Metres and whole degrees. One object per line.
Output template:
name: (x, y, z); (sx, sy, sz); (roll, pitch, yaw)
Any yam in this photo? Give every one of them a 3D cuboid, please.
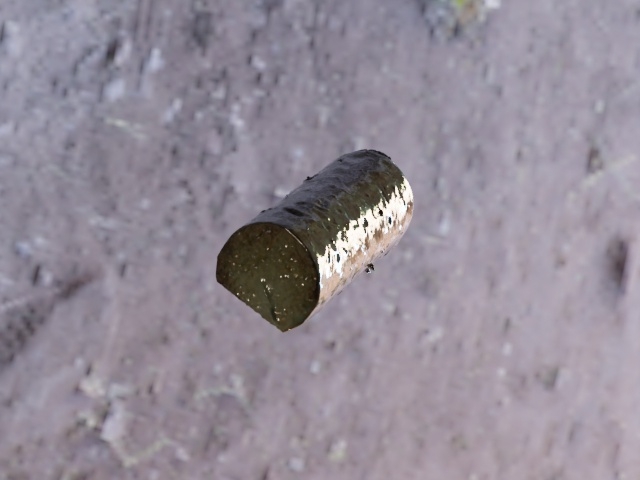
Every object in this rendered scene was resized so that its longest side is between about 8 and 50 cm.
yam: (0.000, 0.000, 1.092); (0.169, 0.068, 0.068); (-38, 132, -63)
